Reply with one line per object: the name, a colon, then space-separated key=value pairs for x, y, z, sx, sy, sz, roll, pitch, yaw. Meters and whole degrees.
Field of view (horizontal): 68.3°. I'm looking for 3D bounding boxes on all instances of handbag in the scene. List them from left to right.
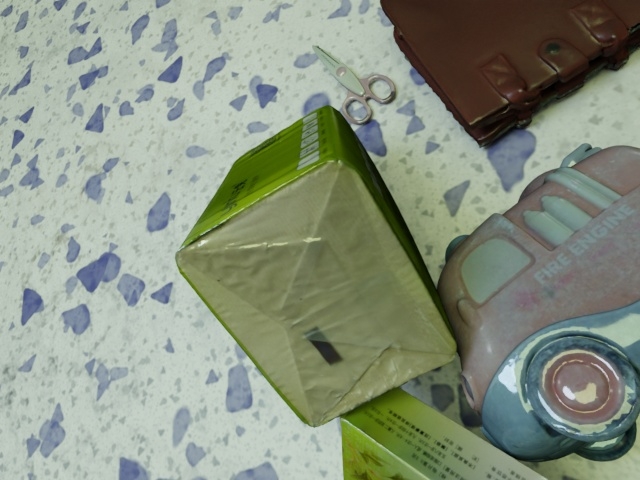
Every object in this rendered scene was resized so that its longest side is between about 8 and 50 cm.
handbag: x=0.243 y=-0.289 z=0.612 sx=0.260 sy=0.084 sz=0.276 roll=-30 pitch=62 yaw=10

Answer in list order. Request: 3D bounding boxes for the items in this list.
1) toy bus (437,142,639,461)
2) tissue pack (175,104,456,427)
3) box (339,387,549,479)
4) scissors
toy bus: x=0.237 y=0.048 z=0.437 sx=0.294 sy=0.197 sz=0.232 roll=-41 pitch=50 yaw=8
tissue pack: x=0.000 y=0.000 z=0.480 sx=0.167 sy=0.200 sz=0.275 roll=-29 pitch=21 yaw=13
box: x=0.137 y=0.250 z=0.411 sx=0.260 sy=0.175 sz=0.062 roll=25 pitch=48 yaw=30
scissors: x=0.039 y=-0.252 z=0.726 sx=0.085 sy=0.022 sz=0.176 roll=-41 pitch=63 yaw=9
